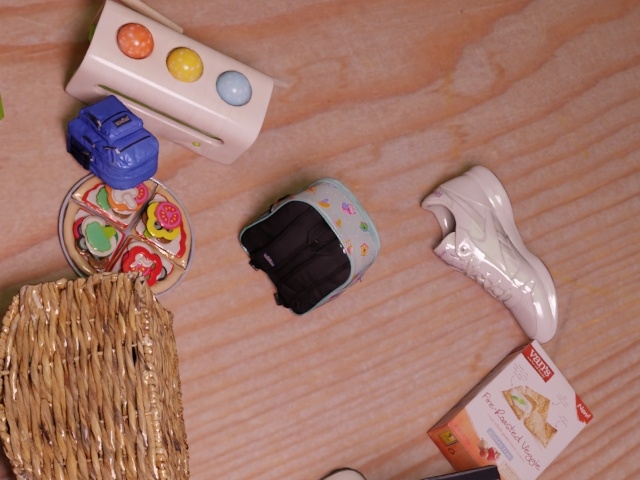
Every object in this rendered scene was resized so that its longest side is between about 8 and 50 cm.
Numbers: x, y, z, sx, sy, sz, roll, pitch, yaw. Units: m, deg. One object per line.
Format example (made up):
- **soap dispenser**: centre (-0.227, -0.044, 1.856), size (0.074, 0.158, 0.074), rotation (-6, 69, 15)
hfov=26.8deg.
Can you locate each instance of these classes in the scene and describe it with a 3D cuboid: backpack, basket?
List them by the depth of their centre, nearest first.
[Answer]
- **basket**: centre (-0.295, 0.214, 1.743), size (0.214, 0.223, 0.299), rotation (-9, 73, 1)
- **backpack**: centre (-0.287, -0.134, 1.880), size (0.098, 0.101, 0.120), rotation (-34, 68, -29)
- **backpack**: centre (0.000, 0.000, 1.939), size (0.144, 0.188, 0.166), rotation (-31, 86, -34)

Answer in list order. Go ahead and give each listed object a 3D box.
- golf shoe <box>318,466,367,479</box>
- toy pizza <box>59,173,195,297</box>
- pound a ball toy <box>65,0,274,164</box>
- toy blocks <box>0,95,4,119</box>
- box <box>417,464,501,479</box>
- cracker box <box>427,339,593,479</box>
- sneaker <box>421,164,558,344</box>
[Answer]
- **golf shoe**: centre (0.008, 0.419, 1.813), size (0.105, 0.120, 0.273), rotation (38, 55, -8)
- **toy pizza**: centre (-0.268, -0.012, 1.893), size (0.201, 0.032, 0.201), rotation (11, 65, -24)
- **pound a ball toy**: centre (-0.225, -0.278, 1.965), size (0.319, 0.136, 0.208), rotation (25, 60, -18)
- **toy blocks**: centre (-0.611, -0.113, 1.641), size (0.261, 0.190, 0.381), rotation (22, 51, 15)
- **box**: centre (0.155, 0.465, 1.761), size (0.296, 0.183, 0.294), rotation (13, 59, -65)
- **cracker box**: centre (0.294, 0.281, 2.055), size (0.232, 0.067, 0.155), rotation (-38, 91, -35)
- **sneaker**: centre (0.266, 0.038, 2.133), size (0.152, 0.114, 0.305), rotation (-23, 78, -20)
